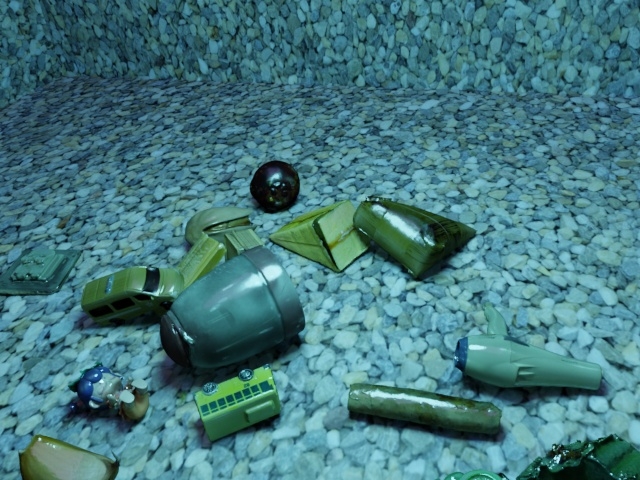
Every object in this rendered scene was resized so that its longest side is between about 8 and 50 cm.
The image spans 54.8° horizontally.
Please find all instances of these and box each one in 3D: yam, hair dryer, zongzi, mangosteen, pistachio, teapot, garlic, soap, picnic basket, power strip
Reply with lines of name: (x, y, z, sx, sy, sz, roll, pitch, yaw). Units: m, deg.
yam: (0.206, 0.342, 1.264, 0.317, 0.067, 0.071, 5, 63, 15)
hair dryer: (0.469, 0.242, 1.366, 0.295, 0.119, 0.298, 19, 28, 23)
zongzi: (0.272, -0.050, 1.763, 0.273, 0.145, 0.300, 39, 41, 24)
mangosteen: (-0.147, -0.185, 2.029, 0.172, 0.173, 0.184, -3, 14, 4)
pistachio: (-0.302, -0.040, 1.865, 0.223, 0.126, 0.152, -16, -1, -16)
teapot: (-0.237, 0.175, 1.478, 0.312, 0.233, 0.315, -25, 9, -19)
garlic: (-0.466, 0.443, 1.184, 0.206, 0.128, 0.115, 5, -9, 11)
soap: (-0.356, 0.098, 1.645, 0.092, 0.037, 0.252, 28, 73, 39)
picnic basket: (-0.204, 0.059, 1.667, 0.079, 0.164, 0.115, -11, 32, -25)
power strip: (-0.841, 0.074, 1.829, 0.198, 0.065, 0.213, -1, 33, 3)

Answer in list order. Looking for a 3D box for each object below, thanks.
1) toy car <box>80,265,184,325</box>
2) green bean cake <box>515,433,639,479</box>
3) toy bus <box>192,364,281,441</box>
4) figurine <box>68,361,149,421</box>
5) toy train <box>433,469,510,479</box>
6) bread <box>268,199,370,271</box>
toy car: (-0.480, 0.132, 1.578, 0.256, 0.124, 0.101, -18, 49, 17)
green bean cake: (0.439, 0.394, 1.029, 0.107, 0.209, 0.193, -20, 38, -25)
toy bus: (-0.170, 0.343, 1.305, 0.174, 0.088, 0.101, -19, 37, -14)
figurine: (-0.464, 0.337, 1.351, 0.194, 0.102, 0.111, 17, 37, 25)
toy train: (0.241, 0.490, 0.970, 0.201, 0.145, 0.266, -18, 35, -12)
bread: (-0.003, -0.001, 1.835, 0.167, 0.163, 0.264, -35, 12, -35)
